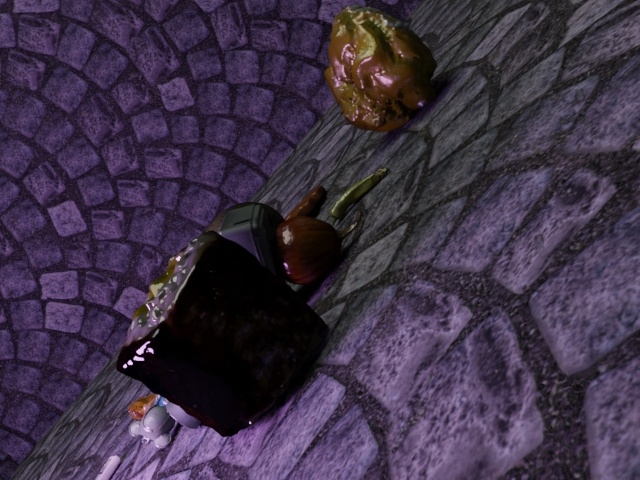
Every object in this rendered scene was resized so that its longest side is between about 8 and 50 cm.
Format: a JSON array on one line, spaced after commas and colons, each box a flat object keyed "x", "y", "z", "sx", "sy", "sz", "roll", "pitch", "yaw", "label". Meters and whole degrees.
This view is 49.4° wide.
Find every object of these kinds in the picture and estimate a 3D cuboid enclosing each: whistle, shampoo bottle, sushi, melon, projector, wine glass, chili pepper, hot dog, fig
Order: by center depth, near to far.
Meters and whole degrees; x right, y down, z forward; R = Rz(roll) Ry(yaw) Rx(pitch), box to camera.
[{"x": -0.190, "y": 0.177, "z": 1.280, "sx": 0.299, "sy": 0.294, "sz": 0.281, "roll": -55, "pitch": 17, "yaw": -20, "label": "sushi"}, {"x": -0.234, "y": 0.297, "z": 1.520, "sx": 0.231, "sy": 0.103, "sz": 0.103, "roll": -52, "pitch": 12, "yaw": 2, "label": "wine glass"}, {"x": -0.140, "y": 0.062, "z": 1.556, "sx": 0.099, "sy": 0.257, "sz": 0.192, "roll": -15, "pitch": 17, "yaw": 1, "label": "projector"}, {"x": -0.020, "y": 0.015, "z": 1.556, "sx": 0.202, "sy": 0.148, "sz": 0.149, "roll": -18, "pitch": 22, "yaw": -34, "label": "fig"}, {"x": -0.364, "y": 0.396, "z": 1.699, "sx": 0.077, "sy": 0.114, "sz": 0.236, "roll": 85, "pitch": -152, "yaw": -48, "label": "whistle"}, {"x": 0.092, "y": -0.123, "z": 1.775, "sx": 0.208, "sy": 0.043, "sz": 0.049, "roll": -45, "pitch": 1, "yaw": 17, "label": "chili pepper"}, {"x": -0.586, "y": 0.643, "z": 1.861, "sx": 0.049, "sy": 0.034, "sz": 0.141, "roll": -25, "pitch": 27, "yaw": 46, "label": "shampoo bottle"}, {"x": -0.215, "y": 0.023, "z": 1.944, "sx": 0.301, "sy": 0.237, "sz": 0.237, "roll": -38, "pitch": 17, "yaw": 45, "label": "melon"}, {"x": -0.488, "y": 0.472, "z": 1.959, "sx": 0.083, "sy": 0.068, "sz": 0.289, "roll": -30, "pitch": -2, "yaw": -27, "label": "hot dog"}]

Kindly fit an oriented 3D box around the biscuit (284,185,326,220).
[{"x": -0.082, "y": -0.069, "z": 2.155, "sx": 0.306, "sy": 0.043, "sz": 0.284, "roll": -52, "pitch": 6, "yaw": -29, "label": "biscuit"}]

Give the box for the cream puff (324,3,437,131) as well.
[{"x": 0.150, "y": -0.456, "z": 1.945, "sx": 0.275, "sy": 0.378, "sz": 0.378, "roll": -49, "pitch": 13, "yaw": 3, "label": "cream puff"}]
